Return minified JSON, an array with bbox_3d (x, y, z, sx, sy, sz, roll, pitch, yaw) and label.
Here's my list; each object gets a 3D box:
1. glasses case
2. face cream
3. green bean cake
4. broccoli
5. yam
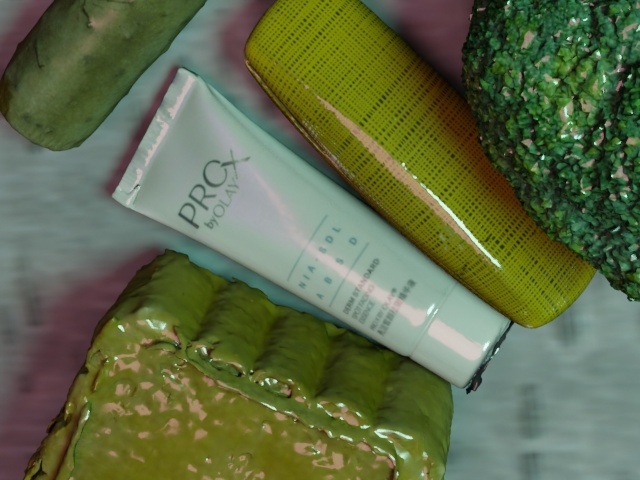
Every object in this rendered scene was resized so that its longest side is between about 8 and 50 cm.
[{"bbox_3d":[0.056,-0.046,0.907,0.234,0.064,0.079,43,79,-4],"label":"glasses case"},{"bbox_3d":[0.000,0.000,0.953,0.244,0.058,0.092,32,106,5],"label":"face cream"},{"bbox_3d":[-0.055,0.143,0.980,0.230,0.131,0.224,26,117,0],"label":"green bean cake"},{"bbox_3d":[0.189,-0.098,0.793,0.241,0.261,0.269,-16,115,-21],"label":"broccoli"},{"bbox_3d":[-0.049,-0.191,0.876,0.083,0.083,0.371,44,113,-5],"label":"yam"}]
